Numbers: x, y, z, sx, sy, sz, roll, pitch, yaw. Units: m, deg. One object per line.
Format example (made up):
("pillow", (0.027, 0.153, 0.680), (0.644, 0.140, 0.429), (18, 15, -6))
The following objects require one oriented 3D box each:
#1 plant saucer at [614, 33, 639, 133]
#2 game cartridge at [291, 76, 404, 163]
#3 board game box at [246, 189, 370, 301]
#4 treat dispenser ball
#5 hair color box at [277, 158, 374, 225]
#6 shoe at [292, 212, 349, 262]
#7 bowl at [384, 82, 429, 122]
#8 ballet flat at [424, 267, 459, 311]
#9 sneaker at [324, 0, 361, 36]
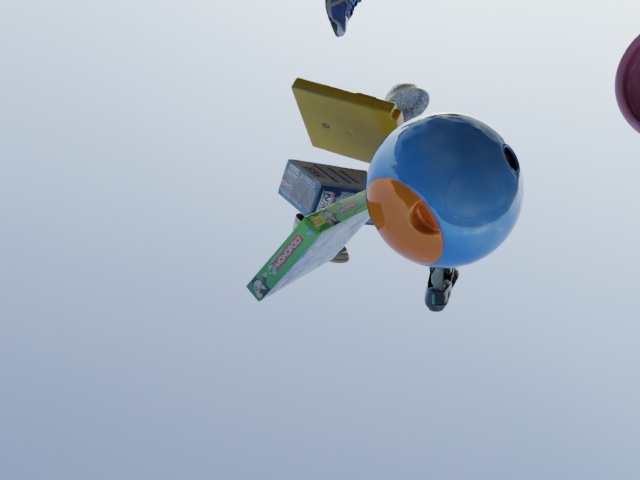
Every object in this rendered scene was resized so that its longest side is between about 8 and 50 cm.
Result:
("plant saucer", (0.892, -0.383, 1.652), (0.332, 0.332, 0.084), (46, -164, 26))
("game cartridge", (0.093, -0.327, 1.957), (0.323, 0.285, 0.053), (19, -112, 22))
("board game box", (0.000, 0.000, 1.435), (0.046, 0.213, 0.317), (46, -149, 10))
("treat dispenser ball", (0.226, -0.092, 1.261), (0.287, 0.288, 0.288), (11, -137, -10))
("hair color box", (0.078, -0.123, 1.852), (0.347, 0.105, 0.174), (4, -156, -37))
("shoe", (-0.002, -0.007, 1.871), (0.076, 0.058, 0.219), (-21, -139, -36))
("bowl", (0.284, -0.488, 2.358), (0.170, 0.170, 0.080), (-3, -124, -23))
("ballet flat", (0.281, 0.083, 1.590), (0.074, 0.074, 0.203), (24, -145, 5))
("sneaker", (0.060, -0.585, 1.650), (0.081, 0.080, 0.211), (-2, -113, 16))
